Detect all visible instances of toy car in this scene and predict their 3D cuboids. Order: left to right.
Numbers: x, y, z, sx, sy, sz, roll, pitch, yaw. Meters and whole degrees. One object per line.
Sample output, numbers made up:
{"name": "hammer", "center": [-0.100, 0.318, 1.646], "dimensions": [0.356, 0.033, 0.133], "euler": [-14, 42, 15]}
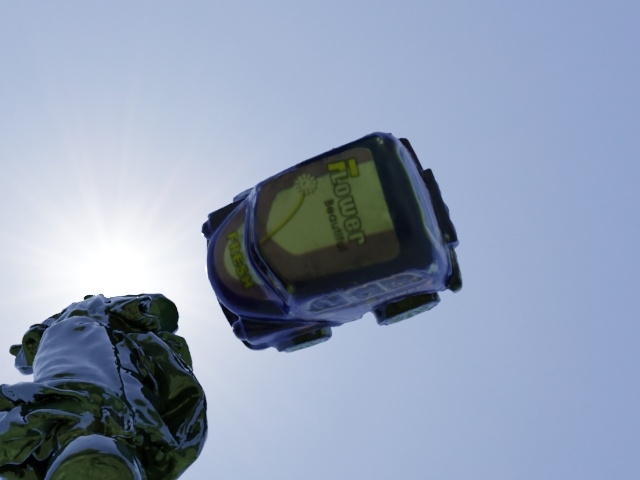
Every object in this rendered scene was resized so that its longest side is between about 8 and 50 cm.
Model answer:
{"name": "toy car", "center": [0.000, 0.000, 0.853], "dimensions": [0.235, 0.158, 0.172], "euler": [-21, -103, 8]}

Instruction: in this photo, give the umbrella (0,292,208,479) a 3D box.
{"name": "umbrella", "center": [-0.152, 0.111, 0.645], "dimensions": [0.143, 0.349, 0.094], "euler": [-16, -77, -10]}
